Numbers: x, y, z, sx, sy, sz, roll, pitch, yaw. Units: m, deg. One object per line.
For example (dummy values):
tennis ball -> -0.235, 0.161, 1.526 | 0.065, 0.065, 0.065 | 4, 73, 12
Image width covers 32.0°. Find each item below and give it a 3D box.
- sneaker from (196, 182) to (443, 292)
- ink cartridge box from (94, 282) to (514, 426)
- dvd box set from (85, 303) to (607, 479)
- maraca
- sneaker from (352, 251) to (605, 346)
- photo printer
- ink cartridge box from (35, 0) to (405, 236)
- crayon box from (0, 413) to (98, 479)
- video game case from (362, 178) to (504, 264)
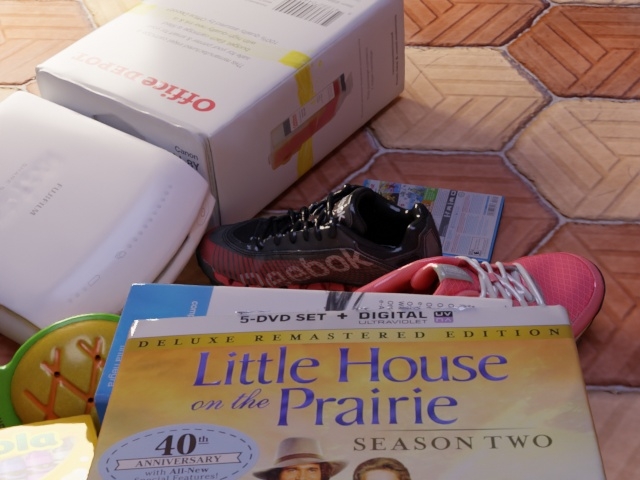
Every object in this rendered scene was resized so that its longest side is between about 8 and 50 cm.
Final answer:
sneaker -> 0.000, 0.000, 1.159 | 0.276, 0.135, 0.098 | 5, 42, 12
ink cartridge box -> -0.001, 0.159, 0.897 | 0.307, 0.223, 0.129 | 2, 41, 7
dvd box set -> 0.012, 0.187, 0.605 | 0.307, 0.062, 0.420 | -2, 34, 5
maraca -> -0.235, 0.137, 1.025 | 0.185, 0.127, 0.099 | -22, 18, -11
sneaker -> 0.141, 0.068, 1.055 | 0.313, 0.136, 0.116 | -18, 52, -16
photo printer -> -0.282, -0.014, 1.186 | 0.307, 0.107, 0.256 | 24, 62, 29
ink cartridge box -> -0.113, -0.198, 1.382 | 0.279, 0.160, 0.384 | 23, 47, 29
crayon box -> -0.258, 0.236, 0.853 | 0.203, 0.083, 0.323 | -8, 23, -17
video game case -> 0.117, -0.020, 1.266 | 0.166, 0.015, 0.119 | 8, 42, 13
